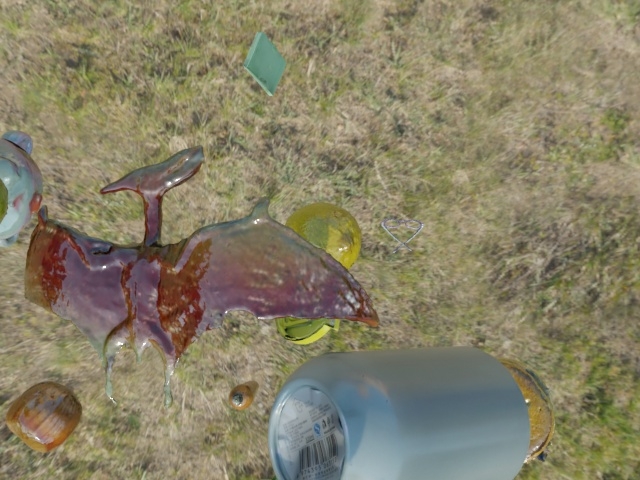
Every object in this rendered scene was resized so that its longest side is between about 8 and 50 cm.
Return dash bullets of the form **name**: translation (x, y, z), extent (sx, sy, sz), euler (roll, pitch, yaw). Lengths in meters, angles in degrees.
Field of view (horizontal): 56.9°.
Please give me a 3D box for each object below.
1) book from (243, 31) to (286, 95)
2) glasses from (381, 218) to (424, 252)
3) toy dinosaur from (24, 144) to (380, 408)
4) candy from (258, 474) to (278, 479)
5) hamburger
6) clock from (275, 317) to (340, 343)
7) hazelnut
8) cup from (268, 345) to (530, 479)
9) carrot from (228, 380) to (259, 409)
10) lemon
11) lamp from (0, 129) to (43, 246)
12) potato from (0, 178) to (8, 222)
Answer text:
- **book**: translation (-0.133, -0.431, 1.437), extent (0.017, 0.135, 0.103), euler (16, 80, 27)
- **glasses**: translation (0.270, -0.016, 1.959), extent (0.140, 0.062, 0.103), euler (1, 121, 2)
- **toy dinosaur**: translation (-0.141, 0.039, 0.515), extent (0.328, 0.113, 0.206), euler (-25, 76, 17)
- **candy**: translation (-0.117, 0.440, 1.048), extent (0.262, 0.077, 0.073), euler (-5, 72, 0)
- **hamburger**: translation (0.302, 0.294, 1.020), extent (0.191, 0.118, 0.181), euler (-14, 75, 20)
- **clock**: translation (-0.027, 0.210, 1.951), extent (0.071, 0.294, 0.276), euler (36, 58, -39)
- **hazelnut**: translation (-0.639, 0.406, 1.375), extent (0.151, 0.150, 0.150), euler (1, 85, -11)
- **cup**: translation (0.100, 0.238, 0.758), extent (0.312, 0.206, 0.205), euler (9, 83, -41)
- **carrot**: translation (-0.209, 0.437, 1.713), extent (0.069, 0.336, 0.069), euler (0, 84, 4)
- **lemon**: translation (0.000, 0.000, 1.470), extent (0.192, 0.231, 0.192), euler (0, 91, -34)
- **lamp**: translation (-0.681, -0.096, 1.120), extent (0.248, 0.301, 0.246), euler (11, 99, 7)
- **potato**: translation (-0.568, -0.040, 0.810), extent (0.254, 0.186, 0.148), euler (-12, 62, -25)
